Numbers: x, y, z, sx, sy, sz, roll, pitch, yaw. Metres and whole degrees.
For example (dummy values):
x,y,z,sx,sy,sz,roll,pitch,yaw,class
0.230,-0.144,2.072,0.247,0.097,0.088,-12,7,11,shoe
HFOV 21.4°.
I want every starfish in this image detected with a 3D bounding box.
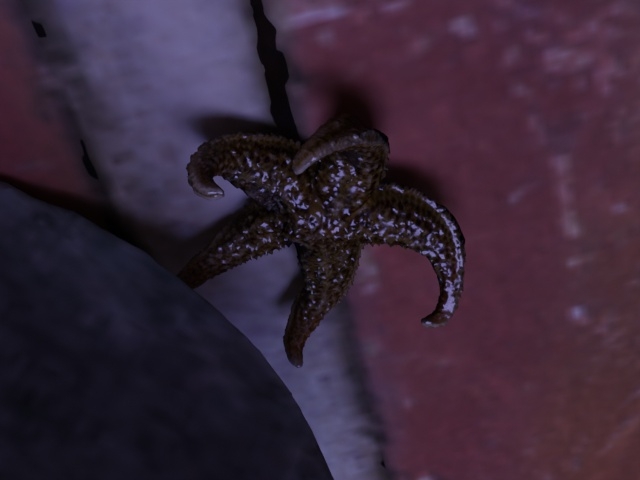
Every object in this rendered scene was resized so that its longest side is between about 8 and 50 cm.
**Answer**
x,y,z,sx,sy,sz,roll,pitch,yaw,class
0.000,0.000,0.431,0.078,0.028,0.091,0,141,-6,starfish

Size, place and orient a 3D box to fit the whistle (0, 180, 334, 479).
x,y,z,sx,sy,sz,roll,pitch,yaw,class
-0.171,0.088,0.364,0.405,0.188,0.168,14,133,-27,whistle
